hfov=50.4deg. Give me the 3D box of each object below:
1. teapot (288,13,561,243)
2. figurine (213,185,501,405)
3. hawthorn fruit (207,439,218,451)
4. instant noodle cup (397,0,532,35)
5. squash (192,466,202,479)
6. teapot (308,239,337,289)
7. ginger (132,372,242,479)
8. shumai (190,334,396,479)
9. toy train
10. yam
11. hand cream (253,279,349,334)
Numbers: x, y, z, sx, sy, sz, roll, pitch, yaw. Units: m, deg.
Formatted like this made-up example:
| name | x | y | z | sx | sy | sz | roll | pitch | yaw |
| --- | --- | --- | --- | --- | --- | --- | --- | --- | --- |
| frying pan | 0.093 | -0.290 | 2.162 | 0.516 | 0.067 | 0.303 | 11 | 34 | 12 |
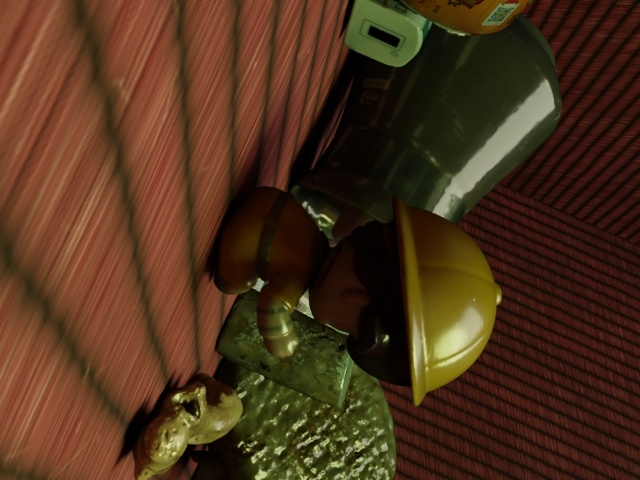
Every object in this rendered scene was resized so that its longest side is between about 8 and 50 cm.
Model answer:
| name | x | y | z | sx | sy | sz | roll | pitch | yaw |
| --- | --- | --- | --- | --- | --- | --- | --- | --- | --- |
| teapot | 0.120 | -0.140 | 0.984 | 0.361 | 0.305 | 0.376 | -56 | -156 | -14 |
| figurine | 0.034 | 0.035 | 0.617 | 0.192 | 0.257 | 0.167 | -73 | -173 | -58 |
| hawthorn fruit | -0.163 | 0.449 | 1.503 | 0.148 | 0.172 | 0.148 | -20 | 114 | -53 |
| instant noodle cup | 0.154 | -0.308 | 0.625 | 0.172 | 0.216 | 0.216 | -54 | -172 | 53 |
| squash | -0.263 | 0.636 | 1.564 | 0.132 | 0.132 | 0.247 | -40 | 154 | -84 |
| teapot | 0.015 | 0.088 | 1.259 | 0.298 | 0.139 | 0.204 | -29 | 139 | 0 |
| ginger | -0.135 | 0.183 | 0.717 | 0.288 | 0.075 | 0.089 | 14 | 96 | -83 |
| shumai | -0.076 | 0.353 | 1.179 | 0.324 | 0.397 | 0.323 | -8 | 165 | -37 |
| toy train | 0.143 | -0.385 | 0.816 | 0.086 | 0.088 | 0.407 | 108 | 6 | -64 |
| yam | -0.038 | 0.150 | 0.936 | 0.107 | 0.194 | 0.107 | -64 | 180 | 0 |
| hand cream | -0.001 | 0.116 | 1.122 | 0.331 | 0.058 | 0.085 | 18 | 102 | -44 |
